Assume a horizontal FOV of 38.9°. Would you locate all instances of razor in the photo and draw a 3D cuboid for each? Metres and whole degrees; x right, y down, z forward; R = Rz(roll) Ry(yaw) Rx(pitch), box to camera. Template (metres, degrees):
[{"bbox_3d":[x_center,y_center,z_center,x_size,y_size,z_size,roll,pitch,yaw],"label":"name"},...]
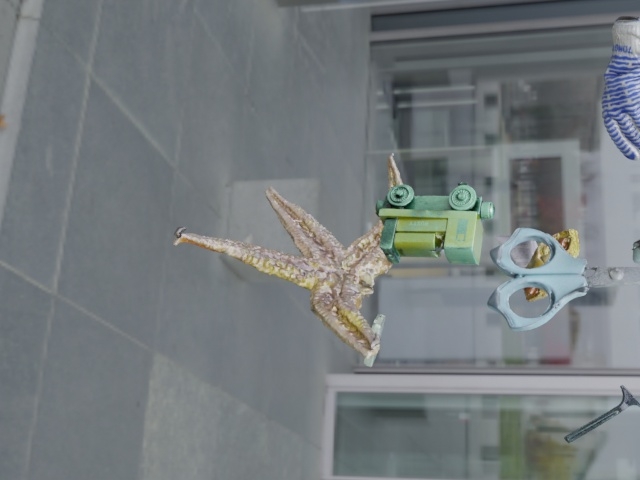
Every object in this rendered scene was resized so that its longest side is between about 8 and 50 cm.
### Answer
[{"bbox_3d":[0.614,0.395,1.998,0.066,0.190,0.033,47,30,0],"label":"razor"}]

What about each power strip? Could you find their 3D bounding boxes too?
[{"bbox_3d":[0.089,0.164,1.484,0.040,0.016,0.090,-56,160,-61],"label":"power strip"}]

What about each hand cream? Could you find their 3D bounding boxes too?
[{"bbox_3d":[0.427,0.028,1.885,0.142,0.084,0.053,51,51,-37],"label":"hand cream"}]

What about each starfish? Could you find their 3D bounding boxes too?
[{"bbox_3d":[0.001,0.008,1.412,0.398,0.383,0.132,-48,151,-42],"label":"starfish"}]

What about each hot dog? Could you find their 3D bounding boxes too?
[{"bbox_3d":[0.437,0.044,1.742,0.061,0.078,0.169,25,98,-43],"label":"hot dog"}]

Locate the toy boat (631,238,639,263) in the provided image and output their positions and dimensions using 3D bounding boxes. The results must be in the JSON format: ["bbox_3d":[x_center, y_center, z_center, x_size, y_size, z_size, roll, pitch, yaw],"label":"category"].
[{"bbox_3d":[0.870,-0.005,2.201,0.085,0.227,0.155,58,21,6],"label":"toy boat"}]

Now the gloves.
[{"bbox_3d":[0.491,-0.238,1.427,0.119,0.097,0.229,-141,-142,-71],"label":"gloves"}]

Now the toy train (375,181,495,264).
[{"bbox_3d":[0.112,-0.016,0.905,0.050,0.122,0.081,54,42,-57],"label":"toy train"}]

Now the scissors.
[{"bbox_3d":[0.452,0.057,1.485,0.029,0.360,0.191,50,44,-51],"label":"scissors"}]
